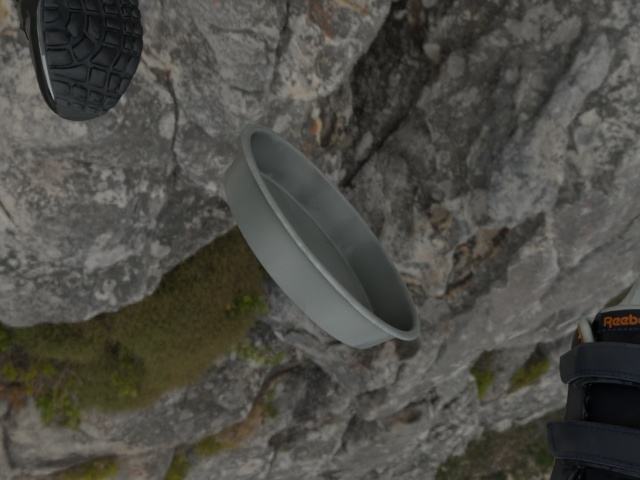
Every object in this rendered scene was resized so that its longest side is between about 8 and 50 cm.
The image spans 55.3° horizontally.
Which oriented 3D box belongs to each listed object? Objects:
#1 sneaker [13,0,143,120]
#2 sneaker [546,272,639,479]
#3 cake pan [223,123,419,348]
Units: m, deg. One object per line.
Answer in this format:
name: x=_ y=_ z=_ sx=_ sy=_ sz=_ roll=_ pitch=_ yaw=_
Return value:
sneaker: x=-0.256 y=-0.248 z=0.599 sx=0.124 sy=0.283 sz=0.107 roll=-8 pitch=173 yaw=35
sneaker: x=0.242 y=0.134 z=0.472 sx=0.126 sy=0.321 sz=0.127 roll=-7 pitch=119 yaw=45
cake pan: x=0.000 y=0.000 z=0.678 sx=0.054 sy=0.293 sz=0.293 roll=-39 pitch=139 yaw=15
